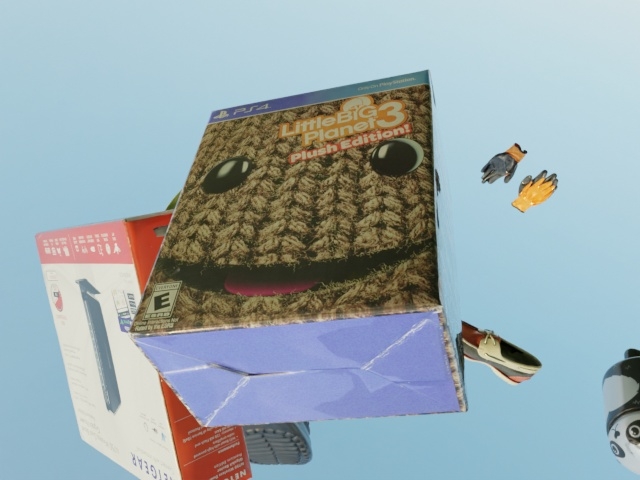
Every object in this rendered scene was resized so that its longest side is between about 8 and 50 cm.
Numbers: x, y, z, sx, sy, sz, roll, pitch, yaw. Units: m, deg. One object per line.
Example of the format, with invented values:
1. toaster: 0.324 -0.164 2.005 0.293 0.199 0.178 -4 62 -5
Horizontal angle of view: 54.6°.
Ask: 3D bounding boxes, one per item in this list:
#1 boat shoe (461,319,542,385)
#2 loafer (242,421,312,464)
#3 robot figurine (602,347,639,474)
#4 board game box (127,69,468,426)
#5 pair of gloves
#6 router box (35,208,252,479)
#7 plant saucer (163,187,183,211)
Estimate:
1. boat shoe: 0.213 0.133 0.774 0.137 0.043 0.049 34 -137 -12
2. loafer: -0.088 0.251 1.003 0.134 0.366 0.130 -3 -134 11
3. robot figurine: 0.681 0.355 1.294 0.174 0.209 0.278 -17 -152 29
4. board game box: 0.000 0.000 0.563 0.232 0.141 0.291 -8 -136 14
5. pair of gloves: 0.238 -0.073 0.747 0.083 0.074 0.010 38 -127 -2
6. router box: -0.229 0.122 0.752 0.082 0.301 0.335 -15 -173 -38
7. plant saucer: -0.141 -0.043 0.924 0.241 0.037 0.241 -21 -140 19
